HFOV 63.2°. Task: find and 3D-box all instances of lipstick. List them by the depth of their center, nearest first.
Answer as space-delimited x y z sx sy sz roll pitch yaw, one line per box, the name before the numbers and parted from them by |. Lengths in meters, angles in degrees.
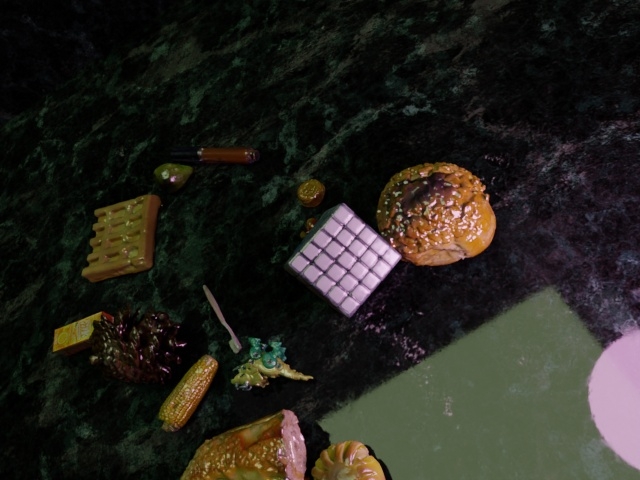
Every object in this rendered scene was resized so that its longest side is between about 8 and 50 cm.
lipstick | -0.431 -0.347 2.112 0.418 0.077 0.077 5 66 27

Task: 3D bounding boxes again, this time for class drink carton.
drink carton | -0.888 0.352 1.950 0.222 0.071 0.096 -21 56 12

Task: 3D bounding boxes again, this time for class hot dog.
hot dog | -0.203 0.676 1.382 0.365 0.196 0.368 -21 49 14

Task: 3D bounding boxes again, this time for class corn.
corn | -0.416 0.482 1.639 0.097 0.097 0.262 24 75 33

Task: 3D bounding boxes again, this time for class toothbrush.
toothbrush | -0.342 0.262 1.769 0.029 0.025 0.307 -44 54 8

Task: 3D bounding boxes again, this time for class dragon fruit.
dragon fruit | 0.000 0.000 1.693 0.133 0.150 0.208 -17 45 -19

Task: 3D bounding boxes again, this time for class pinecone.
pinecone | -0.587 0.338 1.684 0.298 0.295 0.242 -44 42 47

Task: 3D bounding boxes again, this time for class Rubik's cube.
Rubik's cube | 0.054 0.057 1.514 0.238 0.237 0.237 40 84 -4

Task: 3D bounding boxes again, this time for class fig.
fig | -0.599 -0.267 2.130 0.156 0.123 0.123 -36 53 -16

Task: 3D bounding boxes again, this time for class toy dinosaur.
toy dinosaur | -0.143 0.378 1.577 0.259 0.094 0.153 -3 62 15

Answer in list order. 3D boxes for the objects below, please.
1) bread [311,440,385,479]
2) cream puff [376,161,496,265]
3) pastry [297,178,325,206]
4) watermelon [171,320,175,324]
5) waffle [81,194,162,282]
bread | 0.066 0.625 1.331 0.213 0.105 0.214 -11 62 22
cream puff | 0.327 -0.083 1.516 0.342 0.231 0.327 28 74 34
pastry | -0.034 -0.167 1.837 0.109 0.057 0.097 -3 61 23
watermelon | -0.601 0.321 1.828 0.181 0.075 0.092 -33 58 4
waffle | -0.797 -0.017 2.106 0.304 0.077 0.349 -15 58 17
